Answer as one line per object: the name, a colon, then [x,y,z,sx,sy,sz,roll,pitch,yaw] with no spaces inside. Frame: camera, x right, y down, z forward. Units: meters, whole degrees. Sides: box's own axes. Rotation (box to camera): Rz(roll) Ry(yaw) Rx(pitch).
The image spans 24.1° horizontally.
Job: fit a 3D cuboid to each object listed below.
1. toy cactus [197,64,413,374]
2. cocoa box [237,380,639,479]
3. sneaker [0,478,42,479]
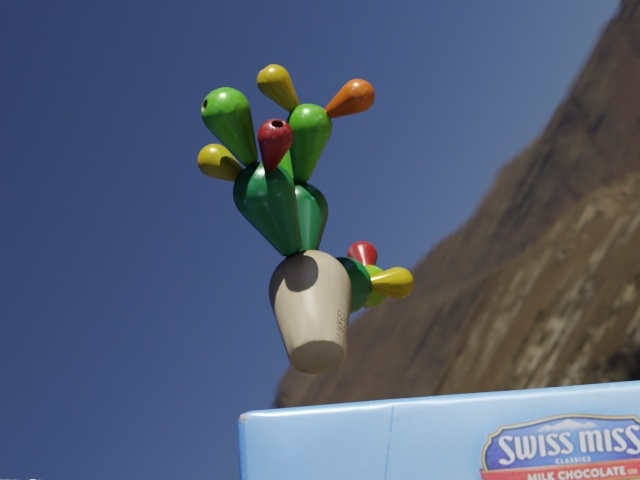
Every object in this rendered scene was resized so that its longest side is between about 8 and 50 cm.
toy cactus: [0.000,0.000,0.922,0.219,0.112,0.180,65,-167,-48]
cocoa box: [0.146,0.182,0.650,0.228,0.347,0.231,85,180,-77]
sneaker: [-0.232,0.229,1.048,0.058,0.052,0.135,24,-105,-38]
